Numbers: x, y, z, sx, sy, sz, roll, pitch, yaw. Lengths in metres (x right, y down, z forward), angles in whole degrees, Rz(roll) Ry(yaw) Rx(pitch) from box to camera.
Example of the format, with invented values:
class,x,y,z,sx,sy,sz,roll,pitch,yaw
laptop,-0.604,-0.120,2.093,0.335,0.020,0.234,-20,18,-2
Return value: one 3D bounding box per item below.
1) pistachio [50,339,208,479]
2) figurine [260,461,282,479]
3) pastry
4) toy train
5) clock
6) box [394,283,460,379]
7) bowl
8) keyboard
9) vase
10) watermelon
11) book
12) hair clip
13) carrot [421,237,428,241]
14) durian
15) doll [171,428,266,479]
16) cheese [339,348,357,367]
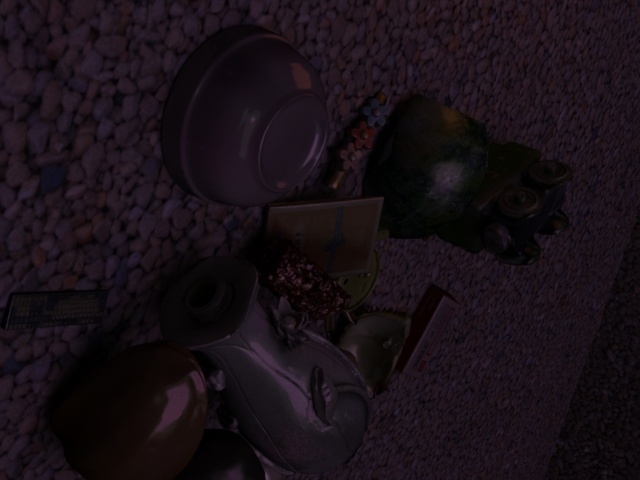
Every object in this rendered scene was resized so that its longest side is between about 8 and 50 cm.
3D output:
class,x,y,z,sx,sy,sz,roll,pitch,yaw
pistachio,-0.275,0.274,1.447,0.260,0.163,0.213,-37,113,17
figurine,-0.165,0.469,1.849,0.257,0.182,0.144,-38,-176,-42
pastry,-0.036,0.074,1.677,0.097,0.115,0.208,-44,134,3
toy train,0.420,-0.087,2.125,0.307,0.249,0.173,-38,138,-33
clock,0.053,0.077,1.903,0.170,0.069,0.232,-21,130,-45
box,0.259,0.227,2.327,0.229,0.050,0.123,-62,150,0
bowl,-0.091,-0.172,1.445,0.287,0.144,0.287,-33,137,-37
keyboard,-0.380,0.100,1.368,0.176,0.014,0.055,2,109,-56
vase,-0.092,0.220,1.615,0.250,0.250,0.445,-50,133,-17
watermelon,0.201,-0.128,1.905,0.224,0.180,0.305,23,102,-14
book,0.000,0.000,1.740,0.242,0.018,0.170,-7,122,-28
hair clip,0.069,-0.185,1.744,0.062,0.056,0.214,35,84,-25
carrot,0.223,-0.056,2.073,0.048,0.048,0.216,-50,151,-18
durian,0.106,0.236,2.038,0.144,0.139,0.252,6,109,-51
doll,-0.271,0.511,1.617,0.382,0.252,0.378,-9,95,-18
cheese,-0.025,0.307,1.926,0.235,0.117,0.218,-49,143,-26
